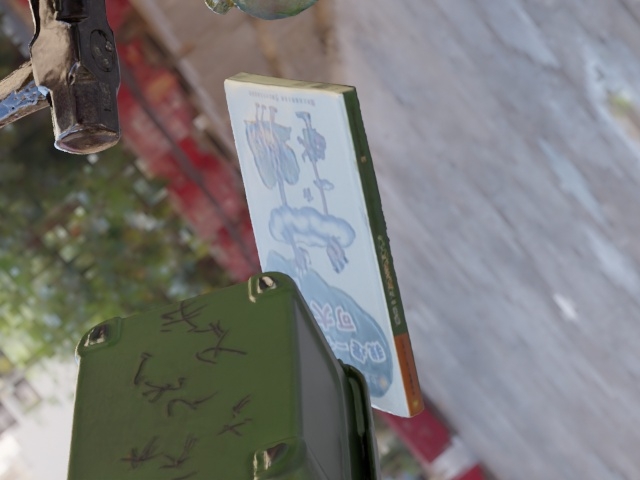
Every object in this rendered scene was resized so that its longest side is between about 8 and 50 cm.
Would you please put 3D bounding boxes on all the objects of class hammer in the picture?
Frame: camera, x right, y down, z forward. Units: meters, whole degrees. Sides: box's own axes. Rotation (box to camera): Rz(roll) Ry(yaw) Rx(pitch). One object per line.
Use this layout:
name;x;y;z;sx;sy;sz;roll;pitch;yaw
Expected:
hammer;-0.432;-0.180;2.370;0.095;0.409;0.242;10;-119;-53

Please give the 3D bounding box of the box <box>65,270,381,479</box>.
box;-0.087;0.184;1.482;0.328;0.253;0.177;-98;-10;-55

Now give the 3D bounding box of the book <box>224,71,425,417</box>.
book;0.000;0.000;1.979;0.260;0.043;0.370;15;122;58

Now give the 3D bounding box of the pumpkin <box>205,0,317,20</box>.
pumpkin;-0.112;-0.469;2.581;0.293;0.263;0.197;27;-169;-27
